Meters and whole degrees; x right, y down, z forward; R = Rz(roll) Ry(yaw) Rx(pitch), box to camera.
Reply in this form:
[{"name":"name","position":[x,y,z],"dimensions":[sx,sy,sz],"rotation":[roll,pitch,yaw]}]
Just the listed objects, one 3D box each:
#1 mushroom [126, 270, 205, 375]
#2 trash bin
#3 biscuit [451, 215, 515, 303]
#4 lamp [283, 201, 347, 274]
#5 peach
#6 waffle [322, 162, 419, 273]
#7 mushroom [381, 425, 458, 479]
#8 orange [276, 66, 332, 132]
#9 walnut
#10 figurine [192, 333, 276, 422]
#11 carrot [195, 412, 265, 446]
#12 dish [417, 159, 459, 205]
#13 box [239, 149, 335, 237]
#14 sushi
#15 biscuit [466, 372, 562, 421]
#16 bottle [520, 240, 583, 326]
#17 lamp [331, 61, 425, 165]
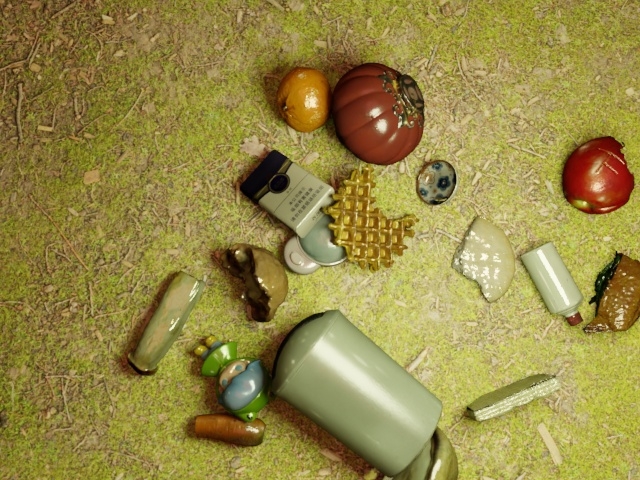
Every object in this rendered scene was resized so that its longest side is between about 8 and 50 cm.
[{"name":"mushroom","position":[-0.444,0.236,1.587],"dimensions":[0.099,0.081,0.312],"rotation":[29,79,-1]},{"name":"trash bin","position":[0.079,0.387,1.468],"dimensions":[0.432,0.280,0.280],"rotation":[38,81,3]},{"name":"biscuit","position":[0.487,0.055,1.649],"dimensions":[0.188,0.040,0.266],"rotation":[-9,80,-4]},{"name":"lamp","position":[-0.001,0.000,1.621],"dimensions":[0.246,0.108,0.180],"rotation":[-37,78,-6]},{"name":"peach","position":[0.825,-0.194,1.625],"dimensions":[0.189,0.196,0.226],"rotation":[35,82,-28]},{"name":"waffle","position":[0.136,-0.050,1.589],"dimensions":[0.293,0.069,0.260],"rotation":[47,68,-18]},{"name":"mushroom","position":[0.271,0.649,1.429],"dimensions":[0.292,0.217,0.212],"rotation":[-42,100,-16]},{"name":"orange","position":[-0.050,-0.417,1.654],"dimensions":[0.161,0.193,0.194],"rotation":[-25,80,-21]},{"name":"walnut","position":[-0.164,0.104,1.561],"dimensions":[0.141,0.204,0.238],"rotation":[-27,86,-27]},{"name":"figurine","position":[-0.241,0.374,1.540],"dimensions":[0.162,0.143,0.263],"rotation":[-42,65,-16]},{"name":"carrot","position":[-0.250,0.520,1.533],"dimensions":[0.193,0.087,0.087],"rotation":[8,79,0]},{"name":"dish","position":[0.371,-0.167,1.673],"dimensions":[0.141,0.078,0.141],"rotation":[-11,74,43]},{"name":"box","position":[-0.097,-0.141,1.620],"dimensions":[0.259,0.071,0.168],"rotation":[36,81,29]},{"name":"sushi","position":[0.846,0.168,1.581],"dimensions":[0.140,0.149,0.287],"rotation":[22,76,38]},{"name":"biscuit","position":[0.523,0.434,1.521],"dimensions":[0.252,0.150,0.052],"rotation":[-20,79,-5]},{"name":"bottle","position":[0.683,0.131,1.603],"dimensions":[0.104,0.104,0.245],"rotation":[-24,80,-5]},{"name":"lamp","position":[0.168,-0.366,1.603],"dimensions":[0.256,0.303,0.304],"rotation":[-26,77,39]}]
